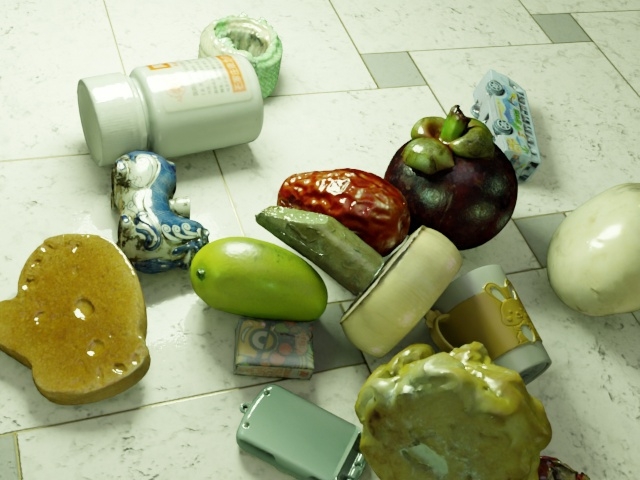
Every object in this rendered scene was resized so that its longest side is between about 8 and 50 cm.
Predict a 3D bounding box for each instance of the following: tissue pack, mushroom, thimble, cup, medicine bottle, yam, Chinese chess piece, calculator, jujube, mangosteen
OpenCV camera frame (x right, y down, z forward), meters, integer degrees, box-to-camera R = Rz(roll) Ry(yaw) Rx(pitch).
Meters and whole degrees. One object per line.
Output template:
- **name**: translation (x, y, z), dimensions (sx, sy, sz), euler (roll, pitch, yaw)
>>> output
- **tissue pack**: translation (-0.088, 0.204, 1.549), dimensions (0.148, 0.060, 0.109), euler (6, 50, -9)
- **mushroom**: translation (0.670, 0.057, 1.748), dimensions (0.336, 0.314, 0.314), euler (34, 45, -18)
- **thimble**: translation (-0.199, -0.452, 2.039), dimensions (0.218, 0.150, 0.219), euler (8, 47, -8)
- **cup**: translation (0.307, 0.184, 1.583), dimensions (0.241, 0.185, 0.226), euler (-7, 56, -40)
- **medicine bottle**: translation (-0.331, -0.290, 1.821), dimensions (0.371, 0.211, 0.211), euler (-14, 54, -24)
- **yam**: translation (0.000, 0.000, 1.589), dimensions (0.259, 0.106, 0.106), euler (37, 50, 8)
- **Chinese chess piece**: translation (0.151, 0.097, 1.564), dimensions (0.112, 0.270, 0.270), euler (40, 50, 3)
- **calculator**: translation (-0.035, 0.347, 1.446), dimensions (0.246, 0.045, 0.141), euler (26, 48, 9)
- **jujube**: translation (0.046, -0.059, 1.719), dimensions (0.290, 0.197, 0.197), euler (17, 44, 28)
- **mangosteen**: translation (0.292, -0.128, 1.788), dimensions (0.300, 0.300, 0.300), euler (7, 48, -8)

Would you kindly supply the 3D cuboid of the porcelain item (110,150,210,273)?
- **porcelain item**: translation (-0.330, -0.061, 1.674), dimensions (0.186, 0.138, 0.288), euler (-1, 51, -20)

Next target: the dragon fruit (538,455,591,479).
- **dragon fruit**: translation (0.393, 0.451, 1.395), dimensions (0.223, 0.148, 0.218), euler (-5, 52, -18)

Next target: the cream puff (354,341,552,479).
- **cream puff**: translation (0.234, 0.301, 1.397), dimensions (0.291, 0.324, 0.257), euler (58, 33, -9)

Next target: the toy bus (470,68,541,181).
- **toy bus**: translation (0.474, -0.296, 2.108), dimensions (0.135, 0.109, 0.330), euler (15, 47, -14)

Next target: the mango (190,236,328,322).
- **mango**: translation (-0.114, 0.075, 1.575), dimensions (0.272, 0.185, 0.149), euler (13, 70, -3)

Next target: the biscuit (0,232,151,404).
- **biscuit**: translation (-0.463, 0.144, 1.497), dimensions (0.287, 0.057, 0.344), euler (-14, 59, -13)
